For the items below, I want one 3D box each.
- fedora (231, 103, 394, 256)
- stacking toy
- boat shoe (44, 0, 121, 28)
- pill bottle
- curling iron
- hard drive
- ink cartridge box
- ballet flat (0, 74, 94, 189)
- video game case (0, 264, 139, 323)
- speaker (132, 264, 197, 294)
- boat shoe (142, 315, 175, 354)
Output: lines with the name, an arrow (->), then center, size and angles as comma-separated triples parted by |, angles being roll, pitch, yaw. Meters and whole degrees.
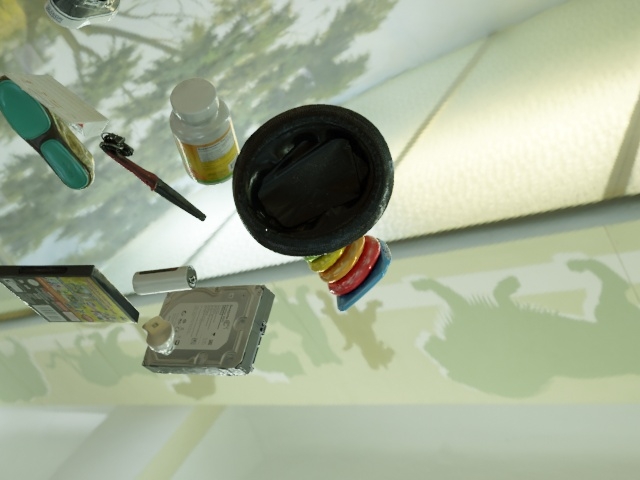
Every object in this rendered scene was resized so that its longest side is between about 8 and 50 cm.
fedora -> -0.009, -0.117, 1.560 | 0.334, 0.334, 0.152 | -29, 173, 8
stacking toy -> 0.000, 0.000, 1.710 | 0.166, 0.302, 0.175 | -45, -160, 19
boat shoe -> -0.522, -0.570, 1.741 | 0.102, 0.108, 0.301 | -41, -170, 25
pill bottle -> -0.263, -0.245, 1.712 | 0.136, 0.245, 0.136 | -2, -121, 3
curling iron -> -0.344, -0.124, 1.563 | 0.068, 0.274, 0.035 | -11, -138, 56
hard drive -> -0.296, 0.233, 1.981 | 0.339, 0.064, 0.236 | -3, -123, 32
ink cartridge box -> -0.615, -0.310, 1.746 | 0.066, 0.189, 0.232 | -52, -178, 16
ballet flat -> -0.701, -0.285, 1.947 | 0.123, 0.348, 0.123 | -23, -149, 15
video game case -> -0.604, 0.132, 1.828 | 0.248, 0.275, 0.035 | 0, -119, 11
speaker -> -0.342, 0.088, 1.671 | 0.136, 0.055, 0.055 | -7, -152, 18
boat shoe -> -0.347, 0.218, 1.658 | 0.066, 0.063, 0.184 | -38, -161, -19
